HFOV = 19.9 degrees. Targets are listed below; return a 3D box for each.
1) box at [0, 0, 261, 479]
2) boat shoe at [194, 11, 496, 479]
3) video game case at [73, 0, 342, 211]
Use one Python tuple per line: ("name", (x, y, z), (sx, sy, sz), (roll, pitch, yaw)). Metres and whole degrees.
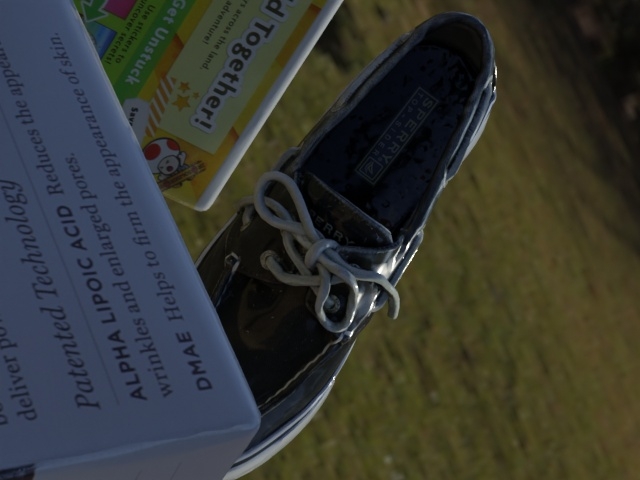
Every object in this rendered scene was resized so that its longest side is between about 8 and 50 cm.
("box", (-0.126, 0.033, 0.501), (0.119, 0.181, 0.182), (-8, 57, -31))
("boat shoe", (0.004, 0.002, 1.028), (0.113, 0.306, 0.105), (40, -10, 3))
("video game case", (-0.072, -0.144, 0.669), (0.206, 0.227, 0.026), (26, 18, -25))
